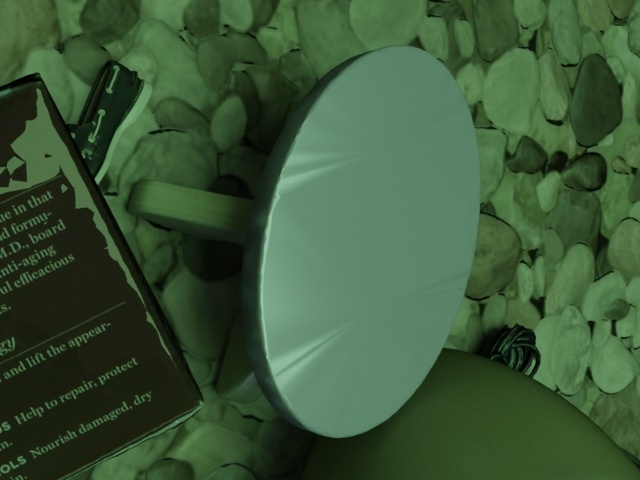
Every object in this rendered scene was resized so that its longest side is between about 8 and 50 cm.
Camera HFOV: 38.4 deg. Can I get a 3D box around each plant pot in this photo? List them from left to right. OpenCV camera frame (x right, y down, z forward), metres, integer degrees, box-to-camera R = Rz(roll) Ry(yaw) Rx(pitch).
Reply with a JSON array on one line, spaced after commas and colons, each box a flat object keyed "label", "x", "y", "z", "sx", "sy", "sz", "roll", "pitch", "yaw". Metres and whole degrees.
[{"label": "plant pot", "x": 0.099, "y": 0.196, "z": 0.726, "sx": 0.284, "sy": 0.190, "sz": 0.284, "roll": -10, "pitch": 135, "yaw": -10}]

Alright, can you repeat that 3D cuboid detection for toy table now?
[{"label": "toy table", "x": 0.000, "y": 0.000, "z": 0.694, "sx": 0.252, "sy": 0.161, "sz": 0.274, "roll": 34, "pitch": 72, "yaw": -28}]

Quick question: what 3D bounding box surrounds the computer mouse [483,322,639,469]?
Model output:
[{"label": "computer mouse", "x": 0.227, "y": 0.225, "z": 0.922, "sx": 0.272, "sy": 0.072, "sz": 0.188, "roll": 38, "pitch": 72, "yaw": -16}]

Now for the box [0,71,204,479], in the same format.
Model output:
[{"label": "box", "x": -0.195, "y": 0.028, "z": 0.540, "sx": 0.167, "sy": 0.168, "sz": 0.203, "roll": -27, "pitch": 107, "yaw": -10}]

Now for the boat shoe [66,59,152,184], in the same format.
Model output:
[{"label": "boat shoe", "x": -0.164, "y": -0.073, "z": 0.655, "sx": 0.038, "sy": 0.046, "sz": 0.125, "roll": 37, "pitch": 69, "yaw": -29}]
